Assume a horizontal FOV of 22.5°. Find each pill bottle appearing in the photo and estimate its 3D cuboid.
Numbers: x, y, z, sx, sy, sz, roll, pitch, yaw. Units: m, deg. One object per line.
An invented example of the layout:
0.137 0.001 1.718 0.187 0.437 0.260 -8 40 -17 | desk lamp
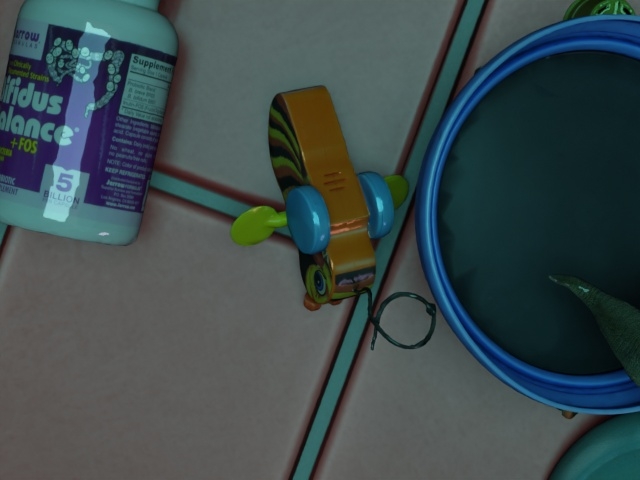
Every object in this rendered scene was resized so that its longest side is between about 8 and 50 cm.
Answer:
-0.239 -0.156 1.645 0.169 0.169 0.302 12 92 0 | pill bottle

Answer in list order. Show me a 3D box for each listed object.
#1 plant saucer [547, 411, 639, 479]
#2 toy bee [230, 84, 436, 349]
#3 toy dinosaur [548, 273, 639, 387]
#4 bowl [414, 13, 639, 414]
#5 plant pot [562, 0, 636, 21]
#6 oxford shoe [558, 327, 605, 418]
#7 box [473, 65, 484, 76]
0.363 0.329 1.659 0.317 0.043 0.318 0 91 27 | plant saucer
0.000 0.000 1.671 0.195 0.162 0.298 8 61 -15 | toy bee
0.364 0.103 1.524 0.313 0.121 0.160 20 74 -19 | toy dinosaur
0.278 -0.026 1.594 0.391 0.077 0.391 -1 93 -15 | bowl
0.300 -0.224 1.687 0.083 0.079 0.083 0 92 0 | plant pot
0.274 0.052 1.704 0.098 0.097 0.271 14 87 18 | oxford shoe
0.317 -0.125 1.698 0.324 0.067 0.063 10 94 -1 | box
